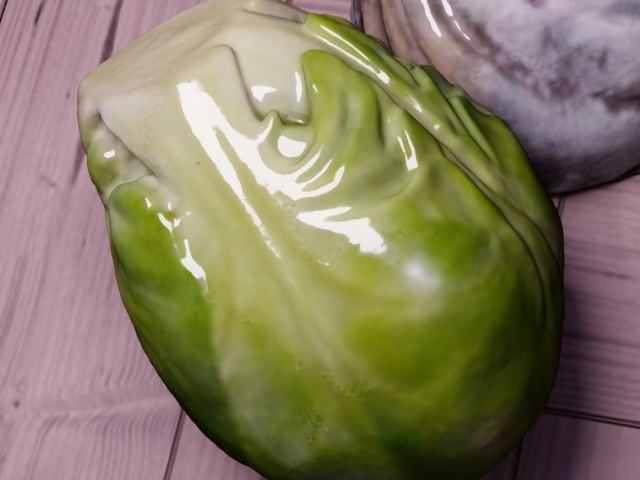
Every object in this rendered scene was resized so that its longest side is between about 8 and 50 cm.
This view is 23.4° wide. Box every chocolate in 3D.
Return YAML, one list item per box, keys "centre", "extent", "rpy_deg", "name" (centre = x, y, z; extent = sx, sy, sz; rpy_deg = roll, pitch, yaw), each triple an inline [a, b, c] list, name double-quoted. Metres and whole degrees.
- centre: [0.152, -0.204, 1.132]
  extent: [0.303, 0.213, 0.303]
  rpy_deg: [-4, 70, 10]
  name: "chocolate"

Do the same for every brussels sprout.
- centre: [-0.003, 0.001, 1.024]
  extent: [0.281, 0.289, 0.354]
  rpy_deg: [-31, 104, 29]
  name: "brussels sprout"
